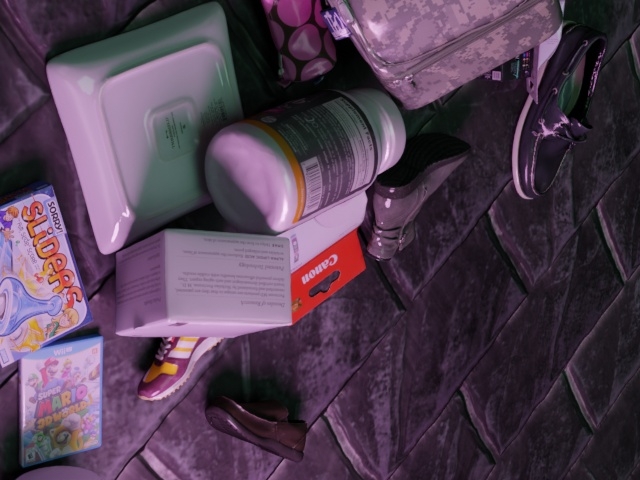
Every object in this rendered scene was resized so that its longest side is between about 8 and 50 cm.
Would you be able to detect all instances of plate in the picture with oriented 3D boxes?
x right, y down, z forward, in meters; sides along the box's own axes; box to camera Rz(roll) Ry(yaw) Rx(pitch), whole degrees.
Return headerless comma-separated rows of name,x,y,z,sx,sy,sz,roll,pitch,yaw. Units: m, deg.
plate,-0.205,-0.151,1.367,0.278,0.045,0.277,-29,121,-33

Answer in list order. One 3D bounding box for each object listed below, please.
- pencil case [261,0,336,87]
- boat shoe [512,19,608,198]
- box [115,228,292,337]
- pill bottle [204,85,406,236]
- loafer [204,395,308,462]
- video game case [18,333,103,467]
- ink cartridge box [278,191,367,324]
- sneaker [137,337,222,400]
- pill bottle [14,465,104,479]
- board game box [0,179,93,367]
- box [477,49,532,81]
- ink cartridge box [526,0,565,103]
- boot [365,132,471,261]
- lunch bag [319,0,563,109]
pencil case,-0.045,-0.324,1.425,0.098,0.095,0.209,-28,120,-15
boat shoe,0.455,-0.235,1.886,0.127,0.113,0.340,14,94,-45
box,-0.158,0.062,1.345,0.182,0.181,0.119,5,78,-31
pill bottle,-0.014,-0.119,1.422,0.278,0.162,0.162,-29,122,-43
loafer,-0.097,0.280,1.592,0.220,0.080,0.078,39,67,-47
video game case,-0.351,0.215,1.375,0.119,0.015,0.166,-8,109,-40
ink cartridge box,0.000,0.000,1.595,0.189,0.066,0.232,-35,121,-29
sneaker,-0.207,0.143,1.452,0.185,0.069,0.084,-49,122,-27
pill bottle,-0.352,0.463,1.349,0.169,0.169,0.301,-7,108,-41
board game box,-0.377,0.041,1.280,0.136,0.035,0.201,-29,122,-32
box,0.321,-0.309,1.776,0.083,0.062,0.052,-16,113,-38
ink cartridge box,0.394,-0.340,1.784,0.045,0.145,0.179,-1,108,4
boot,0.155,-0.074,1.706,0.246,0.083,0.161,-33,142,-41
lunch bag,0.159,-0.361,1.422,0.305,0.212,0.256,-26,147,11
